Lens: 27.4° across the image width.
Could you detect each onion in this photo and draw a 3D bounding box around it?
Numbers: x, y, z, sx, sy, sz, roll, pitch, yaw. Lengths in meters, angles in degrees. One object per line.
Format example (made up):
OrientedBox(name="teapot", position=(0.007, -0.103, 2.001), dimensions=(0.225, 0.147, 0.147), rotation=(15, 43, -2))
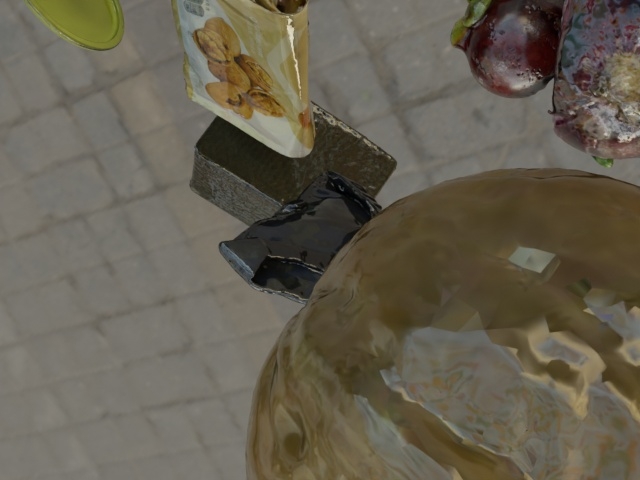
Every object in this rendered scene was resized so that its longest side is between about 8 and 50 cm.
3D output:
OrientedBox(name="onion", position=(0.429, -0.259, 1.632), dimensions=(0.260, 0.282, 0.336), rotation=(7, 121, 12))

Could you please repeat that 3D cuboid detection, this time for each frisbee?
OrientedBox(name="frisbee", position=(-0.373, -0.372, 1.900), dimensions=(0.017, 0.236, 0.236), rotation=(-33, 97, 26))

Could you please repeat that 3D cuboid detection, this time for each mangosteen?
OrientedBox(name="mangosteen", position=(0.263, -0.288, 1.804), dimensions=(0.180, 0.166, 0.166), rotation=(44, 131, -1))

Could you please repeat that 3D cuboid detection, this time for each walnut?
OrientedBox(name="walnut", position=(0.122, 0.120, 0.685), dimensions=(0.333, 0.333, 0.332), rotation=(15, 124, 24))

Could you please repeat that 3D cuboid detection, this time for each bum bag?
OrientedBox(name="bum bag", position=(0.000, 0.000, 1.494), dimensions=(0.137, 0.310, 0.074), rotation=(31, 122, 13))

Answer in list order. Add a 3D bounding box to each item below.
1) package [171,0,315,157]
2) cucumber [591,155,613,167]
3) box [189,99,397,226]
OrientedBox(name="package", position=(-0.070, -0.293, 1.796), dimensions=(0.221, 0.165, 0.311), rotation=(31, 155, 21))
OrientedBox(name="cucumber", position=(0.376, -0.169, 1.844), dimensions=(0.039, 0.039, 0.168), rotation=(-38, 54, 40))
OrientedBox(name="box", position=(-0.045, -0.106, 2.045), dimensions=(0.273, 0.184, 0.143), rotation=(33, 157, 4))
